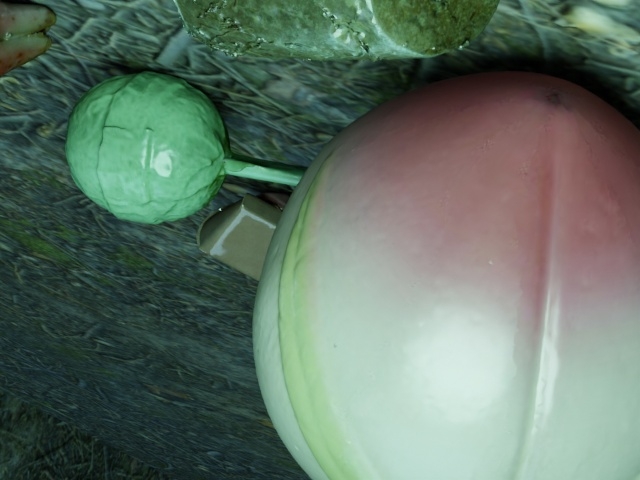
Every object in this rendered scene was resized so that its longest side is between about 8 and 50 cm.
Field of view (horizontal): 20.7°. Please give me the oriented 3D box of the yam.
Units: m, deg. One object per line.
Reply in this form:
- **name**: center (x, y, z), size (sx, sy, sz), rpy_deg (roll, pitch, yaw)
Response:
- **yam**: center (-0.001, -0.145, 0.950), size (0.183, 0.107, 0.107), rpy_deg (7, 160, 36)

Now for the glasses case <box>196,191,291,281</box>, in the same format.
- **glasses case**: center (0.000, 0.000, 1.553), size (0.193, 0.070, 0.102), rpy_deg (28, 136, -17)

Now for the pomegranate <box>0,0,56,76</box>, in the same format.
- **pomegranate**: center (-0.317, -0.138, 1.287), size (0.248, 0.214, 0.214), rpy_deg (-14, 175, -18)

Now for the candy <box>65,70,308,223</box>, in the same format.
- **candy**: center (0.017, -0.042, 1.320), size (0.440, 0.119, 0.119), rpy_deg (11, 164, 11)

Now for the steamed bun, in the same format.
- **steamed bun**: center (0.107, 0.023, 1.073), size (0.309, 0.309, 0.309), rpy_deg (20, 165, 5)
